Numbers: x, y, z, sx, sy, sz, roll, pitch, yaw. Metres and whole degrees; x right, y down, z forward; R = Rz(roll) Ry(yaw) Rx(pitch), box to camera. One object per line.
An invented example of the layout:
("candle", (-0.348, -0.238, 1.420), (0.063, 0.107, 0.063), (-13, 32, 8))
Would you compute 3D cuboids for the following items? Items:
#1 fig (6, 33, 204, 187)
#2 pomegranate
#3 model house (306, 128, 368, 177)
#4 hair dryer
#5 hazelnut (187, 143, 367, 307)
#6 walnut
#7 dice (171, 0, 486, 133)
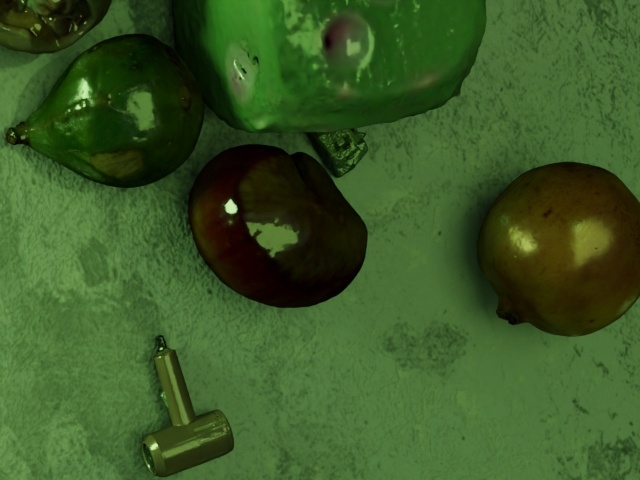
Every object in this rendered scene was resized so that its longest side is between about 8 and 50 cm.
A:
("fig", (-0.274, -0.161, 1.858), (0.244, 0.195, 0.195), (-5, 93, 9))
("pomegranate", (0.351, 0.017, 2.117), (0.264, 0.264, 0.264), (0, 90, -26))
("model house", (0.034, -0.141, 2.053), (0.078, 0.066, 0.083), (-38, 107, -19))
("hair dryer", (-0.195, 0.216, 1.953), (0.117, 0.064, 0.182), (-17, 90, -23))
("hazelnut", (-0.061, -0.008, 1.932), (0.251, 0.217, 0.217), (30, 78, -28))
("walnut", (-0.313, -0.346, 1.815), (0.204, 0.141, 0.238), (-43, 155, -56))
("dice", (0.005, -0.317, 1.888), (0.322, 0.318, 0.330), (-13, 101, -27))
